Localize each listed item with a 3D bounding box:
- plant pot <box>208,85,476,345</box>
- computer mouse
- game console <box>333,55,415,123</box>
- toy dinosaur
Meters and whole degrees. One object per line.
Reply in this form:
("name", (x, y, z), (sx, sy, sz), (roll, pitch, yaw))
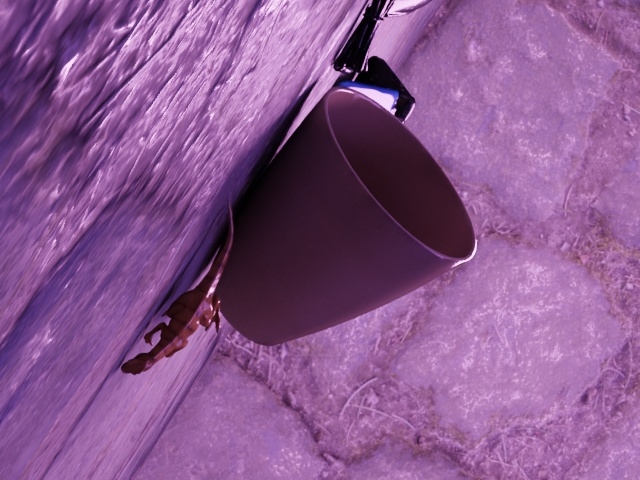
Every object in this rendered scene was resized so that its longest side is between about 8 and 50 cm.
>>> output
("plant pot", (0.000, 0.000, 1.594), (0.274, 0.256, 0.256), (-40, -174, 23))
("computer mouse", (0.099, -0.287, 1.646), (0.184, 0.060, 0.262), (-59, 178, 26))
("game console", (-0.011, -0.135, 1.961), (0.293, 0.173, 0.250), (-57, -150, 19))
("toy dinosaur", (-0.132, 0.067, 1.431), (0.211, 0.064, 0.112), (-57, 178, -9))
